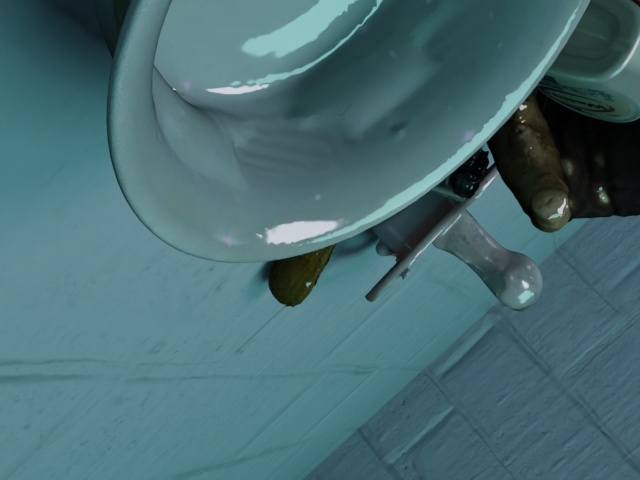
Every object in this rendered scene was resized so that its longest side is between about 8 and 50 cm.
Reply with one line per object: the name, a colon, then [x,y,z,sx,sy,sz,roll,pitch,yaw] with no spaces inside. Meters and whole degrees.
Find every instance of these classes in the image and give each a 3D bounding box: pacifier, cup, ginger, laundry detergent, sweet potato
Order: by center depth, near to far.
cup: [0.000,-0.161,0.477,0.347,0.163,0.347,-29,152,-17]
laundry detergent: [0.296,-0.215,0.888,0.280,0.215,0.105,4,112,-61]
ginger: [0.247,-0.113,0.925,0.080,0.333,0.166,-25,137,12]
sweet potato: [-0.001,0.000,1.016,0.233,0.062,0.081,-54,173,23]
pacifier: [0.201,-0.012,1.143,0.332,0.273,0.220,-47,139,15]

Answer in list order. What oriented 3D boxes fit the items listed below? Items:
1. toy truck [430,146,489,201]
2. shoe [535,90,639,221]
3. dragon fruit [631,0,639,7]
toy truck: [0.137,-0.128,0.898,0.286,0.136,0.111,59,52,-74]
shoe: [0.439,-0.159,1.109,0.237,0.171,0.384,-5,-155,27]
dragon fruit: [0.461,-0.318,0.853,0.231,0.302,0.237,-54,-171,48]
